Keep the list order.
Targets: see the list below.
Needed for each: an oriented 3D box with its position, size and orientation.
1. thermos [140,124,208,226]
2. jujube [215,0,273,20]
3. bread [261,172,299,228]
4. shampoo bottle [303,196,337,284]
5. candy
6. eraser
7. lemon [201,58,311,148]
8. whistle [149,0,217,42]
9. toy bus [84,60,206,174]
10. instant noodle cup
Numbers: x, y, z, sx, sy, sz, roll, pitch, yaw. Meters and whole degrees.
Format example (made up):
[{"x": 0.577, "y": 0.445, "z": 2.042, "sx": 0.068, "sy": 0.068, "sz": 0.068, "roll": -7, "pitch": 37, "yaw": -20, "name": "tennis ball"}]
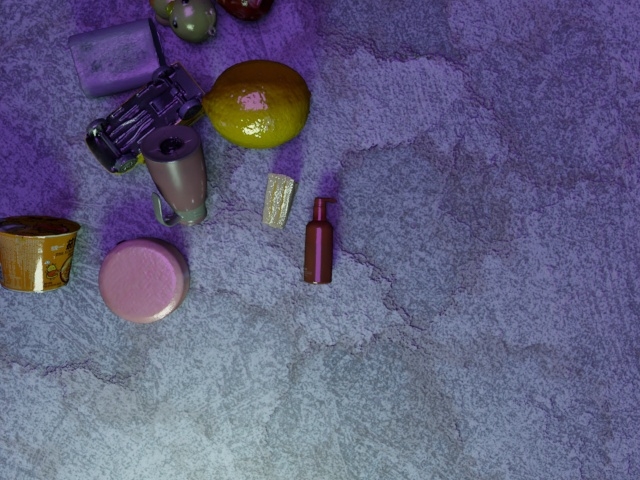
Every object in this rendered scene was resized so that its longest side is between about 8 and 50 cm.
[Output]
[{"x": -0.373, "y": -0.146, "z": 1.276, "sx": 0.146, "sy": 0.265, "sz": 0.176, "roll": 28, "pitch": 53, "yaw": 21, "name": "thermos"}, {"x": -0.229, "y": -0.689, "z": 1.287, "sx": 0.230, "sy": 0.155, "sz": 0.155, "roll": 38, "pitch": 94, "yaw": 7, "name": "jujube"}, {"x": -0.120, "y": -0.108, "z": 1.354, "sx": 0.077, "sy": 0.105, "sz": 0.152, "roll": 17, "pitch": 94, "yaw": 5, "name": "bread"}, {"x": -0.002, "y": 0.000, "z": 1.375, "sx": 0.085, "sy": 0.085, "sz": 0.244, "roll": 4, "pitch": 93, "yaw": 0, "name": "shampoo bottle"}, {"x": -0.502, "y": 0.106, "z": 1.378, "sx": 0.255, "sy": 0.094, "sz": 0.255, "roll": 0, "pitch": 96, "yaw": 1, "name": "candy"}, {"x": -0.549, "y": -0.496, "z": 1.334, "sx": 0.227, "sy": 0.081, "sz": 0.174, "roll": -13, "pitch": 95, "yaw": 0, "name": "eraser"}, {"x": -0.157, "y": -0.353, "z": 1.271, "sx": 0.263, "sy": 0.236, "sz": 0.235, "roll": -22, "pitch": 94, "yaw": 9, "name": "lemon"}, {"x": -0.398, "y": -0.632, "z": 1.295, "sx": 0.294, "sy": 0.141, "sz": 0.141, "roll": 32, "pitch": 94, "yaw": -1, "name": "whistle"}, {"x": -0.458, "y": -0.318, "z": 1.315, "sx": 0.330, "sy": 0.152, "sz": 0.144, "roll": -39, "pitch": 88, "yaw": 1, "name": "toy bus"}, {"x": -0.775, "y": 0.035, "z": 1.325, "sx": 0.216, "sy": 0.216, "sz": 0.172, "roll": 9, "pitch": 104, "yaw": -1, "name": "instant noodle cup"}]
